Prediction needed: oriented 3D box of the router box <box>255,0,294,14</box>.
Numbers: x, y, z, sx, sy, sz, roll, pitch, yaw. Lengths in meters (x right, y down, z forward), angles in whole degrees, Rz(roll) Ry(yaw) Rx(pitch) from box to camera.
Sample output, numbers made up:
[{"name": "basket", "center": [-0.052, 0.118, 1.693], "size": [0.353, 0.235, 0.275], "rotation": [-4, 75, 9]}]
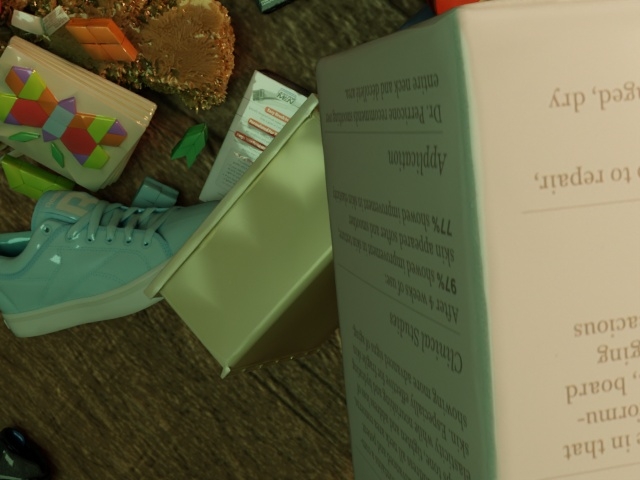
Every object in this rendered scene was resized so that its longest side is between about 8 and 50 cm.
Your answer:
[{"name": "router box", "center": [-0.030, -0.319, 0.979], "size": [0.122, 0.038, 0.092], "rotation": [-22, 97, 16]}]

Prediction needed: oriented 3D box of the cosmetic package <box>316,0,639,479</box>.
[{"name": "cosmetic package", "center": [0.200, 0.037, 0.640], "size": [0.327, 0.329, 0.394], "rotation": [-7, 99, -12]}]

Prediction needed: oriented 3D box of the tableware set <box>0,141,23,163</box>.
[{"name": "tableware set", "center": [-0.473, -0.131, 1.113], "size": [0.194, 0.039, 0.128], "rotation": [-23, 96, 16]}]

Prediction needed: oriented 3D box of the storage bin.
[{"name": "storage bin", "center": [0.000, 0.000, 0.933], "size": [0.123, 0.260, 0.262], "rotation": [47, 107, 17]}]

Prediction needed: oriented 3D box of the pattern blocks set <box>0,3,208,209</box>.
[{"name": "pattern blocks set", "center": [-0.292, -0.139, 0.986], "size": [0.324, 0.026, 0.285], "rotation": [19, 136, -11]}]

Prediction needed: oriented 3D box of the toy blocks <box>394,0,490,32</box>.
[{"name": "toy blocks", "center": [0.191, -0.228, 0.865], "size": [0.261, 0.191, 0.381], "rotation": [-38, 115, 19]}]

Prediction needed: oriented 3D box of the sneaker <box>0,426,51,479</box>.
[{"name": "sneaker", "center": [-0.466, 0.298, 1.192], "size": [0.216, 0.079, 0.121], "rotation": [19, 102, -1]}]

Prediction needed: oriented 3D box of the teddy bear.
[{"name": "teddy bear", "center": [-0.260, -0.243, 0.992], "size": [0.338, 0.113, 0.245], "rotation": [-8, 120, 10]}]

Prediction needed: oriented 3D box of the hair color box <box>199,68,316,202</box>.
[{"name": "hair color box", "center": [-0.063, -0.104, 1.026], "size": [0.093, 0.053, 0.167], "rotation": [29, 108, 6]}]

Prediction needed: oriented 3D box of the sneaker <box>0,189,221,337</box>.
[{"name": "sneaker", "center": [-0.261, 0.004, 1.022], "size": [0.365, 0.135, 0.150], "rotation": [-20, 113, 22]}]
